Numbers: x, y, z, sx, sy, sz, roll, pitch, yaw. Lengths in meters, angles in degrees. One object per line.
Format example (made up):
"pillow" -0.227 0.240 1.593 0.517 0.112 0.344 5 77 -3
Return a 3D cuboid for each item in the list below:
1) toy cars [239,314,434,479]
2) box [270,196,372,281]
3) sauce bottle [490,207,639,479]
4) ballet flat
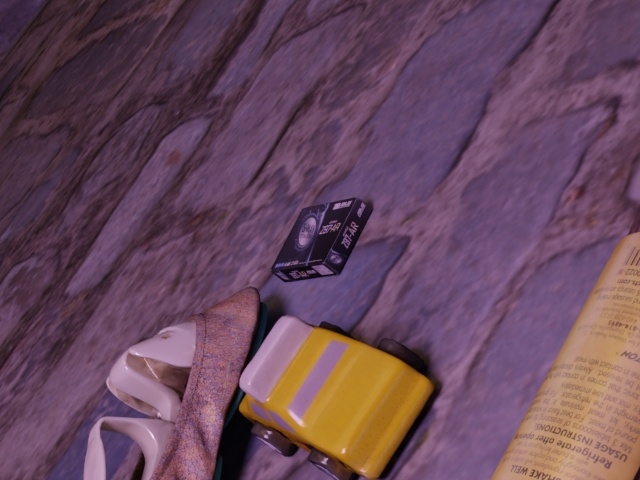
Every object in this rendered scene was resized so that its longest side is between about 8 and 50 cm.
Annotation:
"toy cars" -0.011 0.163 1.040 0.176 0.087 0.394 -39 28 26
"box" 0.000 0.000 1.324 0.083 0.018 0.067 -9 48 56
"sauce bottle" 0.135 0.137 0.797 0.344 0.111 0.111 -57 25 -16
"ballet flat" -0.117 0.139 1.212 0.107 0.106 0.316 -54 17 42
